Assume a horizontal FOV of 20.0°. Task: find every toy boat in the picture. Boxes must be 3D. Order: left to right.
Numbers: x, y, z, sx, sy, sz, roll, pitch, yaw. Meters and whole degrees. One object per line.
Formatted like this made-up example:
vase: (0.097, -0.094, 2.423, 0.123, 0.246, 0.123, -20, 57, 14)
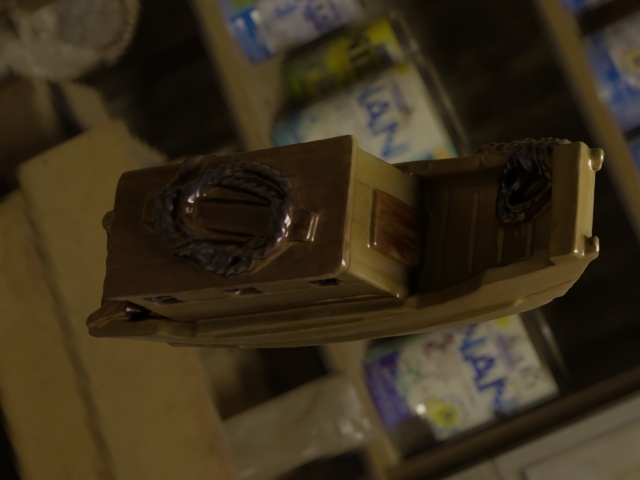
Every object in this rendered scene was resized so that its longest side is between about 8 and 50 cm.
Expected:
toy boat: (0.000, 0.000, 0.589, 0.077, 0.200, 0.057, 29, 61, -52)
